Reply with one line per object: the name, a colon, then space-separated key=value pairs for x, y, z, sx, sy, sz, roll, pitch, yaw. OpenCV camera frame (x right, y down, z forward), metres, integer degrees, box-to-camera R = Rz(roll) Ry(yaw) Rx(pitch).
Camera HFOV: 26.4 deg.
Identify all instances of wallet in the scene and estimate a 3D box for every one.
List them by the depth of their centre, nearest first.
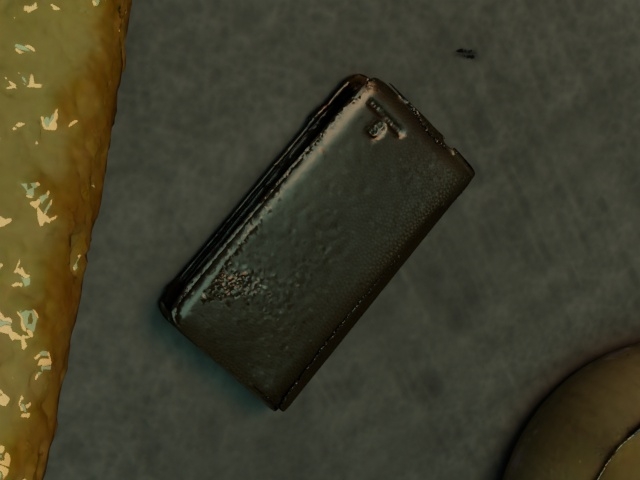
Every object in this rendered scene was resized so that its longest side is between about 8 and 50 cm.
wallet: x=0.000 y=0.000 z=0.841 sx=0.110 sy=0.031 sz=0.198 roll=43 pitch=84 yaw=-24

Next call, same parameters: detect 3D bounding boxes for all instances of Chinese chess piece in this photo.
Chinese chess piece: x=0.247 y=0.195 z=0.946 sx=0.257 sy=0.104 sz=0.257 roll=-5 pitch=105 yaw=-21

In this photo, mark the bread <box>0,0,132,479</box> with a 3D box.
bread: x=-0.220 y=-0.026 z=0.598 sx=0.236 sy=0.165 sz=0.376 roll=17 pitch=66 yaw=-28
